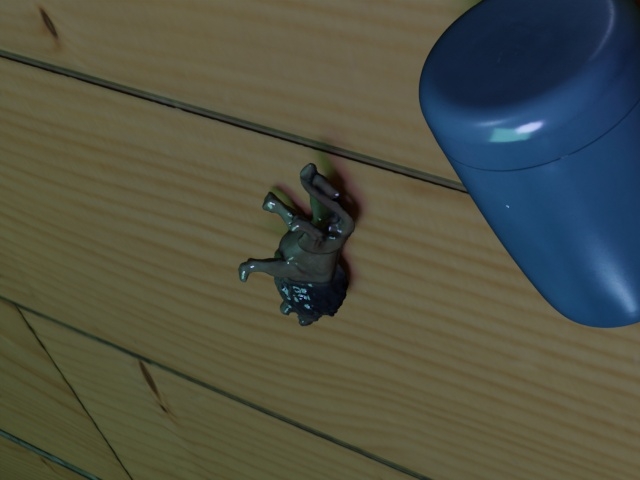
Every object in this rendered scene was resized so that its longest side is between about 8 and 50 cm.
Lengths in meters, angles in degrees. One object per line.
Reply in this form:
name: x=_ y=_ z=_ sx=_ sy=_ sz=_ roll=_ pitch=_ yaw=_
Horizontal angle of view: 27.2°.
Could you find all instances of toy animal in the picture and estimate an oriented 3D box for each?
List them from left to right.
toy animal: x=-0.017 y=-0.005 z=1.010 sx=0.086 sy=0.069 sz=0.219 roll=10 pitch=154 yaw=3

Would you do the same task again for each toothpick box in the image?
toothpick box: x=0.139 y=-0.040 z=0.716 sx=0.120 sy=0.120 sz=0.184 roll=10 pitch=145 yaw=41
